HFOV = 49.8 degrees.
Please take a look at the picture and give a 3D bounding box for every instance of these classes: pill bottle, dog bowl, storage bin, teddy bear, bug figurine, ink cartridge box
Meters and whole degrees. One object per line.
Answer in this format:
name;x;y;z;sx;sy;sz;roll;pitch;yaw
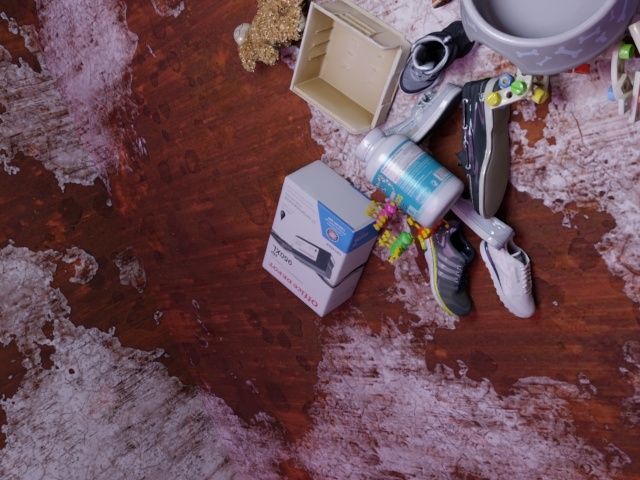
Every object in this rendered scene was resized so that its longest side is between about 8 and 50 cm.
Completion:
pill bottle;0.212;-0.162;1.700;0.264;0.146;0.146;41;137;13
dog bowl;0.430;-0.500;1.325;0.348;0.102;0.349;-4;80;22
storage bin;0.077;-0.459;1.823;0.260;0.123;0.262;39;136;21
teddy bear;-0.144;-0.599;1.916;0.338;0.113;0.245;14;104;55
bug figurine;0.227;-0.072;1.871;0.216;0.072;0.279;-53;43;32
ink cartridge box;0.000;0.000;2.150;0.285;0.166;0.395;39;137;21

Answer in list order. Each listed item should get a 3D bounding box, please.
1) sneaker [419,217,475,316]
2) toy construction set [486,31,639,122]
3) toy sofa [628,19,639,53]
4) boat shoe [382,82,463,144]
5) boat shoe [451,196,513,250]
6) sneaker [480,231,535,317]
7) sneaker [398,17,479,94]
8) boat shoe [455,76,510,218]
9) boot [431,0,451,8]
sneaker;0.364;0.074;1.881;0.121;0.111;0.300;-5;111;43
toy construction set;0.519;-0.354;1.424;0.327;0.151;0.215;17;100;29
toy sofa;0.730;-0.386;1.173;0.362;0.177;0.150;-20;99;50
boat shoe;0.241;-0.305;1.763;0.103;0.118;0.320;51;146;2
boat shoe;0.406;-0.068;1.771;0.081;0.079;0.227;-48;51;10
sneaker;0.501;0.090;1.773;0.095;0.090;0.235;-25;97;40
sneaker;0.249;-0.426;1.647;0.101;0.153;0.268;57;140;2
boat shoe;0.380;-0.222;1.664;0.113;0.127;0.340;16;123;40
boot;0.297;-0.604;1.569;0.084;0.059;0.158;54;131;10
